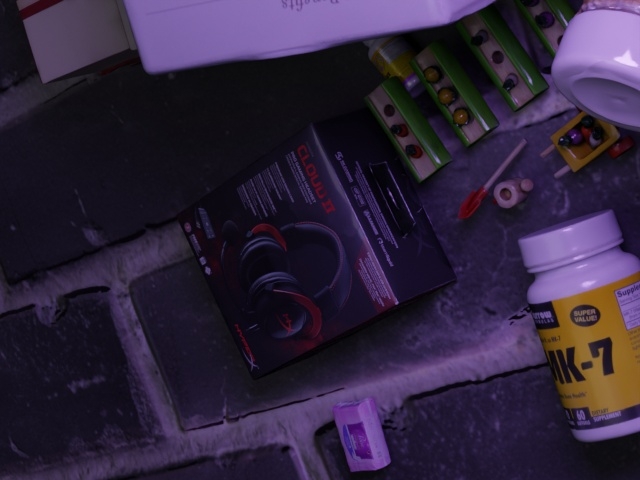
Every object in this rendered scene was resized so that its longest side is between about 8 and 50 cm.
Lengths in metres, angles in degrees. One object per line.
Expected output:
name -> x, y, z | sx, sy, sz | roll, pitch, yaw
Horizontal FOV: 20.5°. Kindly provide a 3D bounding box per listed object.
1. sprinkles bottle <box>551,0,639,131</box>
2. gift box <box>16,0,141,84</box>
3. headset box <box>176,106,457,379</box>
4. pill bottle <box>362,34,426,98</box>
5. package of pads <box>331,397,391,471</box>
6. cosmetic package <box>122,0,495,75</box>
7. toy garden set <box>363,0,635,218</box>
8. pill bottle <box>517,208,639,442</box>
sprinkles bottle -> 0.304, -0.266, 1.447 | 0.121, 0.121, 0.355 | 11, 71, 40
gift box -> -0.195, -0.335, 1.933 | 0.258, 0.255, 0.276 | -12, 100, 47
headset box -> 0.000, 0.000, 1.968 | 0.293, 0.110, 0.218 | -30, 83, 45
pill bottle -> 0.080, -0.191, 1.873 | 0.083, 0.043, 0.043 | 52, 132, 17
package of pads -> 0.048, 0.225, 2.058 | 0.050, 0.032, 0.083 | -12, 96, 46
cosmetic package -> 0.002, -0.389, 1.536 | 0.329, 0.327, 0.393 | -4, 109, 36
toy garden set -> 0.176, -0.124, 1.771 | 0.244, 0.049, 0.204 | -37, 82, 32
pill bottle -> 0.273, 0.082, 1.739 | 0.119, 0.119, 0.208 | -18, 92, 45
